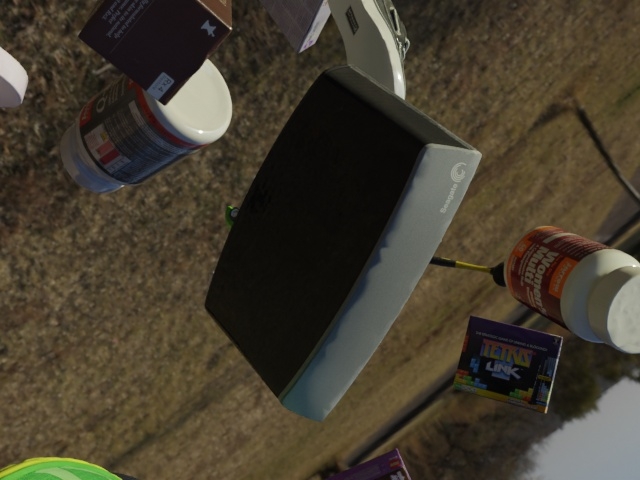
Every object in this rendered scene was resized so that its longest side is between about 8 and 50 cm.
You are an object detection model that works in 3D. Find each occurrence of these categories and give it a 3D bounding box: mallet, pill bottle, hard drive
[{"bbox_3d":[0.230,0.040,1.244,0.062,0.189,0.039,-2,101,-61],"label":"mallet"},{"bbox_3d":[0.344,0.061,0.999,0.121,0.121,0.221,-32,-160,-7],"label":"pill bottle"},{"bbox_3d":[-0.371,-0.235,1.584,0.363,0.210,0.210,-23,174,39],"label":"pill bottle"},{"bbox_3d":[0.000,0.000,0.615,0.054,0.172,0.255,7,119,-47],"label":"hard drive"}]

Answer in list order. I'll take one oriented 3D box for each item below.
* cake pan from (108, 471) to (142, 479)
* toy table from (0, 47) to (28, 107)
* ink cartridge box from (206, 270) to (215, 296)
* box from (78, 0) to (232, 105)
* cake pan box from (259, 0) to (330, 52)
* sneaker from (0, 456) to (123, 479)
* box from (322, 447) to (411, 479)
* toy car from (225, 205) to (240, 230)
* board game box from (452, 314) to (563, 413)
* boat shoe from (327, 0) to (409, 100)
[{"bbox_3d":[-0.288,0.439,0.949,0.293,0.293,0.054,-29,163,-18],"label":"cake pan"},{"bbox_3d":[-0.434,-0.138,0.737,0.274,0.161,0.252,19,164,-35],"label":"toy table"},{"bbox_3d":[-0.118,0.088,1.514,0.190,0.082,0.139,-22,161,-20],"label":"ink cartridge box"},{"bbox_3d":[-0.254,-0.357,1.220,0.168,0.167,0.203,-43,-154,17],"label":"box"},{"bbox_3d":[-0.074,-0.617,1.852,0.070,0.246,0.267,-32,173,-23],"label":"cake pan box"},{"bbox_3d":[-0.121,0.232,0.531,0.295,0.123,0.109,35,70,-39],"label":"sneaker"},{"bbox_3d":[0.108,0.555,1.466,0.201,0.293,0.057,-24,-155,1],"label":"box"},{"bbox_3d":[-0.066,0.018,1.166,0.053,0.225,0.239,-57,151,-7],"label":"toy car"},{"bbox_3d":[0.342,0.225,1.403,0.048,0.170,0.141,30,73,-70],"label":"board game box"},{"bbox_3d":[0.098,-0.327,1.268,0.102,0.301,0.108,2,146,-31],"label":"boat shoe"}]
